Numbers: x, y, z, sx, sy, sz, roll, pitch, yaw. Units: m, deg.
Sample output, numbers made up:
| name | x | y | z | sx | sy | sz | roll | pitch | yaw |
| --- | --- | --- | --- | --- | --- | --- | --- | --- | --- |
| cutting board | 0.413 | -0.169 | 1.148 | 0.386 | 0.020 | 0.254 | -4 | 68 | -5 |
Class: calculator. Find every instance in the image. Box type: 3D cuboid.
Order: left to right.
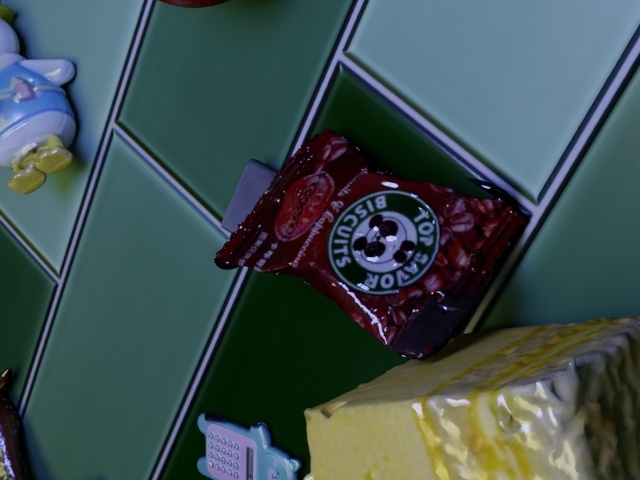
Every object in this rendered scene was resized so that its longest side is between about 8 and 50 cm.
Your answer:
| name | x | y | z | sx | sy | sz | roll | pitch | yaw |
| --- | --- | --- | --- | --- | --- | --- | --- | --- | --- |
| calculator | -0.072 | 0.220 | 1.085 | 0.141 | 0.019 | 0.094 | 13 | 107 | 39 |

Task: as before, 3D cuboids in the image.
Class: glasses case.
| name | x | y | z | sx | sy | sz | roll | pitch | yaw |
| --- | --- | --- | --- | --- | --- | --- | --- | --- | --- |
| glasses case | -0.001 | -0.001 | 0.944 | 0.191 | 0.042 | 0.072 | 31 | 105 | 32 |

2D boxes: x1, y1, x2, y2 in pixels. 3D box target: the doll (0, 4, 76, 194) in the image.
| name | x | y | z | sx | sy | sz | roll | pitch | yaw |
| --- | --- | --- | --- | --- | --- | --- | --- | --- | --- |
| doll | -0.336 | -0.164 | 1.157 | 0.135 | 0.099 | 0.241 | -43 | 75 | 45 |

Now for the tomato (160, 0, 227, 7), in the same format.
| name | x | y | z | sx | sy | sz | roll | pitch | yaw |
| --- | --- | --- | --- | --- | --- | --- | --- | --- | --- |
| tomato | -0.101 | -0.278 | 0.889 | 0.187 | 0.151 | 0.187 | -30 | 41 | 30 |

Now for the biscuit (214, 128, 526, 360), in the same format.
| name | x | y | z | sx | sy | sz | roll | pitch | yaw |
| --- | --- | --- | --- | --- | --- | --- | --- | --- | --- |
| biscuit | 0.033 | -0.006 | 0.854 | 0.235 | 0.063 | 0.151 | 25 | 74 | 35 |

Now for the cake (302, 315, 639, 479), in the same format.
| name | x | y | z | sx | sy | sz | roll | pitch | yaw |
| --- | --- | --- | --- | --- | --- | --- | --- | --- | --- |
| cake | 0.123 | 0.185 | 0.765 | 0.286 | 0.227 | 0.222 | -16 | 90 | 41 |

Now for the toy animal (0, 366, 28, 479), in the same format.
| name | x | y | z | sx | sy | sz | roll | pitch | yaw |
| --- | --- | --- | --- | --- | --- | --- | --- | --- | --- |
| toy animal | -0.375 | 0.287 | 1.326 | 0.260 | 0.087 | 0.243 | -30 | 83 | 45 |
